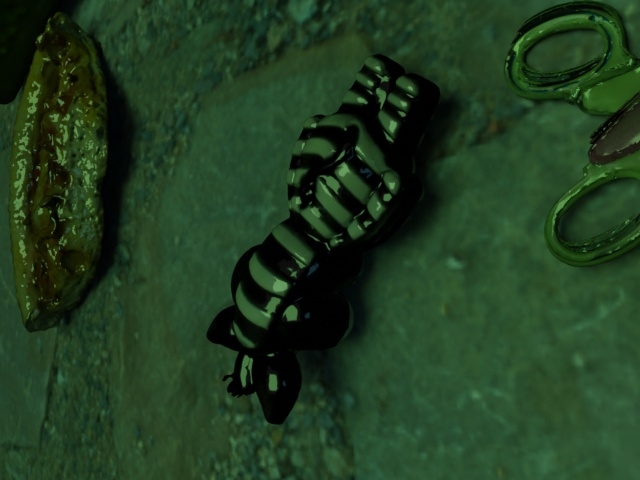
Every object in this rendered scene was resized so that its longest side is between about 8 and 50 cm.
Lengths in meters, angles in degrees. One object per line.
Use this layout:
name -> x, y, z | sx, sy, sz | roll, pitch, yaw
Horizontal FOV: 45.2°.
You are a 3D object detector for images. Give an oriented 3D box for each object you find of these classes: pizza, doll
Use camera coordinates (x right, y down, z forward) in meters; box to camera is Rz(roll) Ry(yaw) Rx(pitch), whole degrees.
pizza -> -0.224, -0.054, 0.654 | 0.134, 0.056, 0.271 | 24, 105, 48
doll -> 0.000, 0.000, 0.450 | 0.091, 0.067, 0.219 | 40, 108, 39

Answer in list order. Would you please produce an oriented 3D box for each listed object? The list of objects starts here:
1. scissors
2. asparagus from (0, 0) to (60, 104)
scissors -> 0.170, -0.072, 0.332 | 0.187, 0.020, 0.134 | -21, 70, 40
asparagus -> -0.239, -0.292, 0.641 | 0.382, 0.128, 0.108 | -51, 22, 29
